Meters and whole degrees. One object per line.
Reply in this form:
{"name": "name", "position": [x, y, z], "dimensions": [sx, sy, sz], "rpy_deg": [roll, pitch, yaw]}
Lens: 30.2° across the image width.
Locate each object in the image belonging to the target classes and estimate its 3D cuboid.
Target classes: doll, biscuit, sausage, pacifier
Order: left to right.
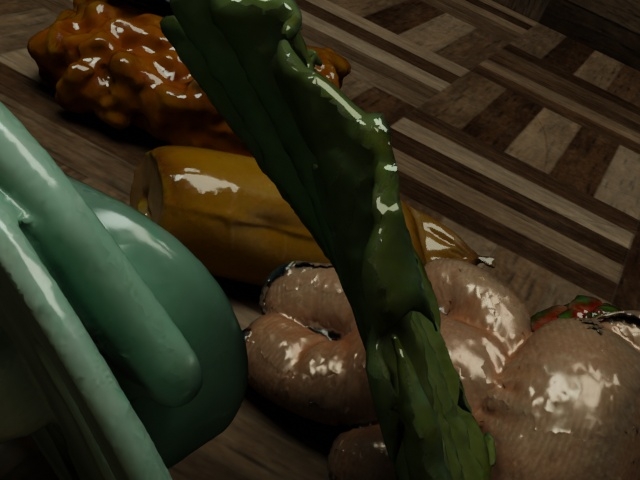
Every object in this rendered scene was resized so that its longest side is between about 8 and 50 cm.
{"name": "pacifier", "position": [-0.185, 0.066, 0.540], "dimensions": [0.269, 0.288, 0.343], "rpy_deg": [-31, 22, -23]}
{"name": "biscuit", "position": [-0.133, -0.182, 1.245], "dimensions": [0.318, 0.110, 0.312], "rpy_deg": [22, 25, -4]}
{"name": "sausage", "position": [0.000, -0.004, 1.000], "dimensions": [0.328, 0.112, 0.112], "rpy_deg": [12, 26, -26]}
{"name": "doll", "position": [0.087, 0.113, 0.832], "dimensions": [0.303, 0.156, 0.201], "rpy_deg": [18, 64, 25]}

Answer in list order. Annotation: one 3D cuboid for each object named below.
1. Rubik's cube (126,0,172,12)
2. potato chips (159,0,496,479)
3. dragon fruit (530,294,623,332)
{"name": "Rubik's cube", "position": [-0.133, -0.326, 1.220], "dimensions": [0.162, 0.163, 0.160], "rpy_deg": [14, 23, -24]}
{"name": "potato chips", "position": [0.027, 0.077, 0.563], "dimensions": [0.373, 0.097, 0.389], "rpy_deg": [49, 25, -73]}
{"name": "dragon fruit", "position": [0.207, 0.102, 0.956], "dimensions": [0.130, 0.121, 0.142], "rpy_deg": [28, -1, -7]}
